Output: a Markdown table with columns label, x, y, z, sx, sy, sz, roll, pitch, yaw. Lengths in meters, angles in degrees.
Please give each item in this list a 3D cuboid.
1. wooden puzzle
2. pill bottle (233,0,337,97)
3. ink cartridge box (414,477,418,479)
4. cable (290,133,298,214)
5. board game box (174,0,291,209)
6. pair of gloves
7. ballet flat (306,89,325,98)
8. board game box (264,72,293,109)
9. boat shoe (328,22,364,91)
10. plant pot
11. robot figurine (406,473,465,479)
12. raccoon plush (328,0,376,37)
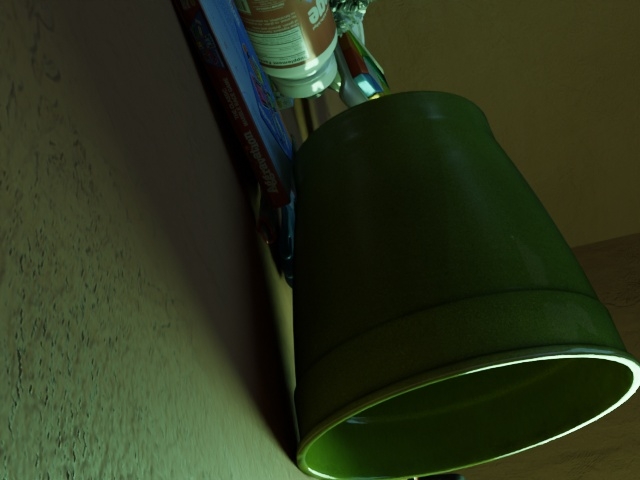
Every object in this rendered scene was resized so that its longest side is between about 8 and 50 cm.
| label | x | y | z | sx | sy | sz | roll | pitch | yaw |
| --- | --- | --- | --- | --- | --- | --- | --- | --- | --- |
| wooden puzzle | 0.080 | -0.276 | 1.846 | 0.221 | 0.044 | 0.239 | 44 | 26 | -44 |
| pill bottle | -0.046 | -0.291 | 1.384 | 0.216 | 0.121 | 0.121 | 68 | 12 | -50 |
| ink cartridge box | 0.081 | 0.252 | 1.559 | 0.134 | 0.078 | 0.231 | -91 | 166 | -55 |
| cable | 0.000 | 0.000 | 1.419 | 0.139 | 0.072 | 0.287 | 71 | 8 | -66 |
| board game box | -0.091 | -0.185 | 1.152 | 0.145 | 0.027 | 0.281 | -89 | 160 | -54 |
| pair of gloves | -0.053 | -0.035 | 1.279 | 0.198 | 0.023 | 0.159 | 65 | 16 | -51 |
| ballet flat | -0.022 | -0.324 | 1.830 | 0.074 | 0.074 | 0.203 | 56 | 20 | -69 |
| board game box | -0.064 | -0.268 | 1.574 | 0.154 | 0.026 | 0.103 | -89 | 164 | -61 |
| boat shoe | -0.008 | -0.428 | 1.954 | 0.096 | 0.116 | 0.324 | -1 | -73 | 55 |
| plant pot | 0.116 | 0.039 | 1.184 | 0.366 | 0.366 | 0.353 | 61 | 13 | -64 |
| robot figurine | 0.207 | 0.501 | 1.689 | 0.173 | 0.209 | 0.278 | 18 | -49 | 53 |
| raccoon plush | -0.058 | -0.438 | 1.604 | 0.446 | 0.299 | 0.216 | 10 | 60 | -40 |
